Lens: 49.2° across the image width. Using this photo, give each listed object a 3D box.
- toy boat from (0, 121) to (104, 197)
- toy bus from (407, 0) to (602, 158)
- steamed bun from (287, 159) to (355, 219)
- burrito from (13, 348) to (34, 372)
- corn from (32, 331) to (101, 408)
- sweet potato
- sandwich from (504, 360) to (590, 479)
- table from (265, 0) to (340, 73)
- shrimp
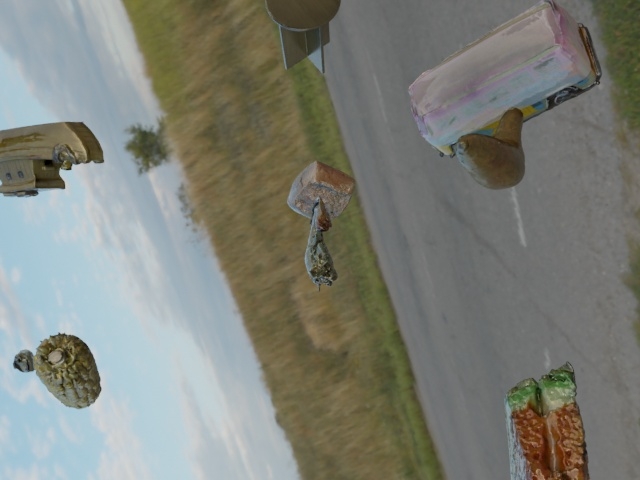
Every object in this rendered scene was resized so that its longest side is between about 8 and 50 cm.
[{"bbox_3d":[-0.496,-0.135,1.198,0.089,0.321,0.122,-7,-85,-59],"label":"toy boat"},{"bbox_3d":[0.354,-0.330,1.442,0.162,0.386,0.171,31,-134,-39],"label":"toy bus"},{"bbox_3d":[0.003,-0.119,1.819,0.175,0.144,0.106,-46,22,48],"label":"steamed bun"},{"bbox_3d":[-0.667,0.273,1.581,0.051,0.042,0.171,60,163,-6],"label":"burrito"},{"bbox_3d":[-0.492,0.260,1.376,0.318,0.115,0.115,115,136,-64],"label":"corn"},{"bbox_3d":[0.283,-0.136,1.097,0.346,0.079,0.108,-35,-59,-59],"label":"sweet potato"},{"bbox_3d":[0.333,0.354,1.021,0.212,0.109,0.292,-65,-33,-62],"label":"sandwich"},{"bbox_3d":[-0.035,-0.495,1.630,0.227,0.167,0.167,84,165,-71],"label":"table"},{"bbox_3d":[0.001,0.000,1.453,0.253,0.058,0.173,-112,25,-73],"label":"shrimp"}]
